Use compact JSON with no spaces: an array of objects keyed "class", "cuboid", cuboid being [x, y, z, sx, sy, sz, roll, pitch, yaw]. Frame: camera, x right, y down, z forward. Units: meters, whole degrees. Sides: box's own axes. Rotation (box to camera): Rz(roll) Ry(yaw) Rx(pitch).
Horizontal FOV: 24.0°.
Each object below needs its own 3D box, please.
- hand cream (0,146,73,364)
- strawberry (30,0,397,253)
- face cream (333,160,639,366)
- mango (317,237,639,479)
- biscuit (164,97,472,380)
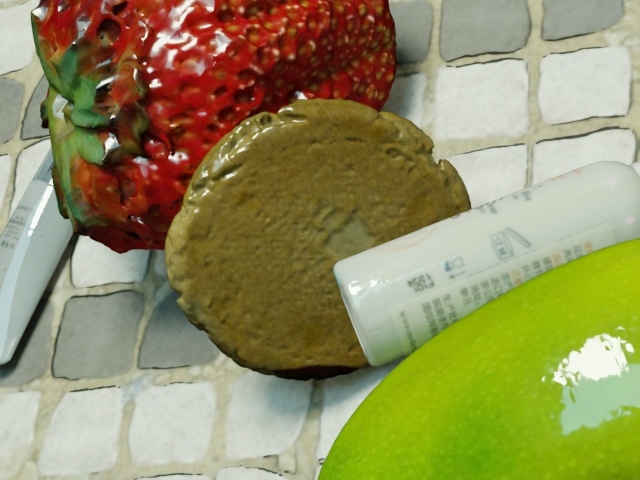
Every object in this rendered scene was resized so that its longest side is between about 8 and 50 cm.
[{"class":"hand cream","cuboid":[-0.247,-0.010,1.312,0.079,0.048,0.255,16,75,39]},{"class":"strawberry","cuboid":[-0.075,-0.123,1.174,0.288,0.250,0.239,-11,76,-20]},{"class":"face cream","cuboid":[0.145,0.005,1.047,0.269,0.082,0.082,-21,54,-2]},{"class":"mango","cuboid":[0.146,0.122,0.963,0.343,0.156,0.192,-28,47,17]},{"class":"biscuit","cuboid":[0.000,0.000,1.085,0.226,0.226,0.042,-39,21,4]}]
